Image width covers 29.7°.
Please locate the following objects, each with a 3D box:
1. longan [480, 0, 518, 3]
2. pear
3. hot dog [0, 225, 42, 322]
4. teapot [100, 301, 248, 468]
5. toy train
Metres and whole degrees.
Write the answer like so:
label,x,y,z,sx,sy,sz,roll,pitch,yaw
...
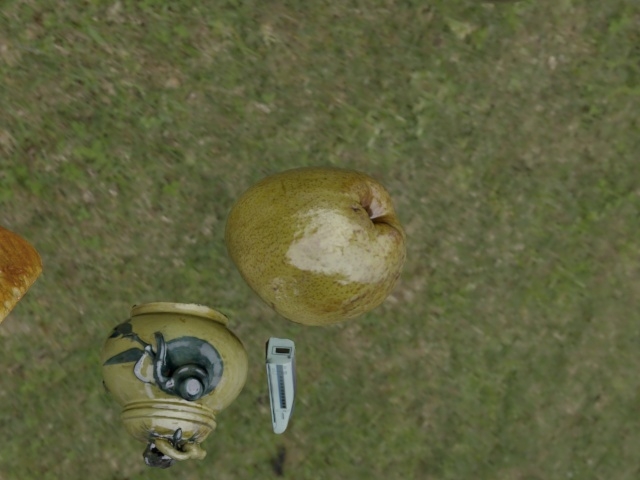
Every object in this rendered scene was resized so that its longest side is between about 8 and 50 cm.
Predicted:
label,x,y,z,sx,sy,sz,roll,pitch,yaw
longan,0.206,-0.428,1.476,0.297,0.297,0.297,-15,121,-28
pear,0.000,0.000,1.575,0.211,0.188,0.228,-33,124,18
hot dog,-0.460,0.051,1.525,0.153,0.256,0.150,39,105,-9
teapot,-0.177,0.178,1.417,0.173,0.269,0.182,10,67,-17
toy train,-0.060,0.249,1.973,0.048,0.055,0.251,0,142,1
